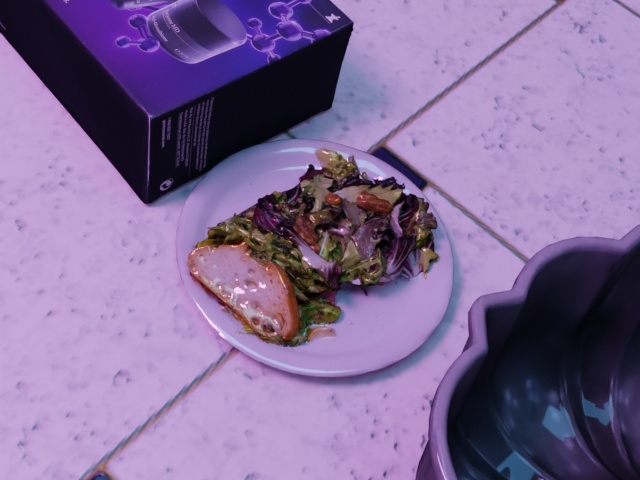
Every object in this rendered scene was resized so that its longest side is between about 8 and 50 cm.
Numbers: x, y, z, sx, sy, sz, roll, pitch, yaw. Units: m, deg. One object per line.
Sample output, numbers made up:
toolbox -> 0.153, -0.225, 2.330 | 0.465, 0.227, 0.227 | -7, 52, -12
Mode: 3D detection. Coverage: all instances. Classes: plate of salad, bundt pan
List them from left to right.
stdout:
plate of salad -> 0.000, 0.000, 0.613 | 0.200, 0.048, 0.199 | 5, 55, -8
bundt pan -> 0.193, 0.159, 0.449 | 0.331, 0.124, 0.330 | 7, 55, -10

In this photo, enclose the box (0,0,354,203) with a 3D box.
box -> -0.132, -0.182, 0.677 | 0.184, 0.103, 0.261 | -31, 68, -31
